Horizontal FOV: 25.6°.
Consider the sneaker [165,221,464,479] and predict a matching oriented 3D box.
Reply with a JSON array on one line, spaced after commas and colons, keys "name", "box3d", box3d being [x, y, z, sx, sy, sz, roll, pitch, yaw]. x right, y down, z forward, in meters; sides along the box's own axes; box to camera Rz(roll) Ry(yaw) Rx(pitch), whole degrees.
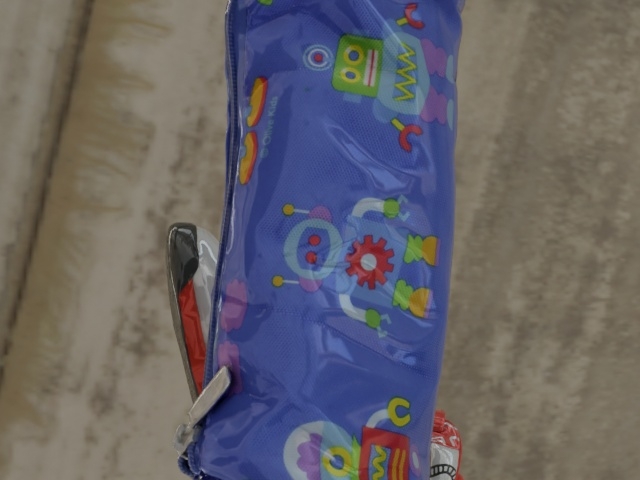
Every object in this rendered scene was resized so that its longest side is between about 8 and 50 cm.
[{"name": "sneaker", "box3d": [-0.001, 0.102, 0.863, 0.145, 0.090, 0.270, -14, -109, -9]}]

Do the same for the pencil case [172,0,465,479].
[{"name": "pencil case", "box3d": [0.000, 0.000, 0.716, 0.119, 0.133, 0.306, -15, -114, 60]}]
